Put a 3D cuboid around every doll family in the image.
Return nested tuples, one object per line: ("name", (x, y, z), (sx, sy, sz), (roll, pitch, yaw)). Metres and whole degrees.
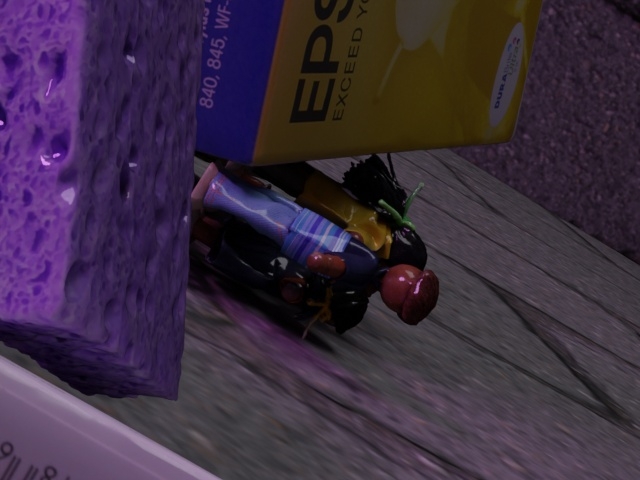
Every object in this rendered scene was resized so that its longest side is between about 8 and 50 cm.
("doll family", (0.000, 0.000, 0.847), (0.111, 0.076, 0.193), (33, 21, 0))

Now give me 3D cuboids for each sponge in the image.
("sponge", (-0.053, -0.072, 0.452), (0.031, 0.210, 0.117), (0, -11, 8))

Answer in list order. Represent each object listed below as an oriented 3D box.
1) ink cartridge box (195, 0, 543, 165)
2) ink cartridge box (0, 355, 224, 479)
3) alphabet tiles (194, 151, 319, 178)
("ink cartridge box", (0.019, -0.185, 0.804), (0.072, 0.304, 0.307), (20, 17, 29))
("ink cartridge box", (-0.088, 0.041, 0.423), (0.145, 0.045, 0.179), (31, -11, -9))
("alphabet tiles", (-0.113, -0.080, 0.972), (0.237, 0.009, 0.198), (28, -6, -38))
